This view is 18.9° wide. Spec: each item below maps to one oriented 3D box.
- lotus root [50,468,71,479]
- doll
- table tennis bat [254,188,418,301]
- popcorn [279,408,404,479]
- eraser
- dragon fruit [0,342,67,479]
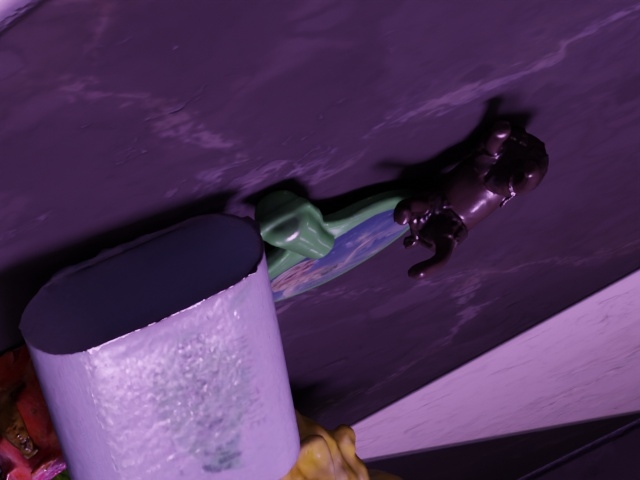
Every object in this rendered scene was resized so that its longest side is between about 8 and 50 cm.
[{"bbox_3d":[-0.147,0.173,1.607,0.186,0.186,0.186,-22,165,-6],"label":"lotus root"},{"bbox_3d":[0.111,-0.035,1.410,0.139,0.057,0.165,-42,177,17],"label":"doll"},{"bbox_3d":[0.000,0.000,1.423,0.160,0.039,0.257,-30,167,8],"label":"table tennis bat"},{"bbox_3d":[-0.063,0.313,1.972,0.312,0.312,0.312,-22,165,-6],"label":"popcorn"},{"bbox_3d":[-0.104,0.101,1.343,0.174,0.081,0.227,-23,137,-13],"label":"eraser"},{"bbox_3d":[-0.193,0.119,1.433,0.147,0.102,0.096,-29,175,-17],"label":"dragon fruit"}]
